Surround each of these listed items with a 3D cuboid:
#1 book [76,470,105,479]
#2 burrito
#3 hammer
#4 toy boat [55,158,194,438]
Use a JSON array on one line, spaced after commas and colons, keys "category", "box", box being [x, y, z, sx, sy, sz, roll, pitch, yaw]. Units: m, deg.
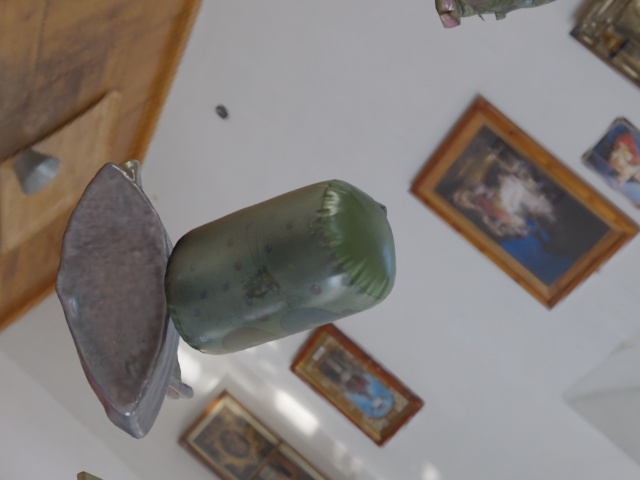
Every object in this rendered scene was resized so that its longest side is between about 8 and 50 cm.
[{"category": "book", "box": [-0.208, 0.288, 0.925, 0.014, 0.077, 0.111, -32, 137, 13]}, {"category": "burrito", "box": [0.247, -0.336, 1.153, 0.309, 0.066, 0.096, -25, 148, -40]}, {"category": "hammer", "box": [0.000, 0.000, 0.873, 0.206, 0.119, 0.335, -18, -174, 23]}, {"category": "toy boat", "box": [-0.196, 0.053, 0.940, 0.111, 0.276, 0.293, -8, 179, -5]}]
